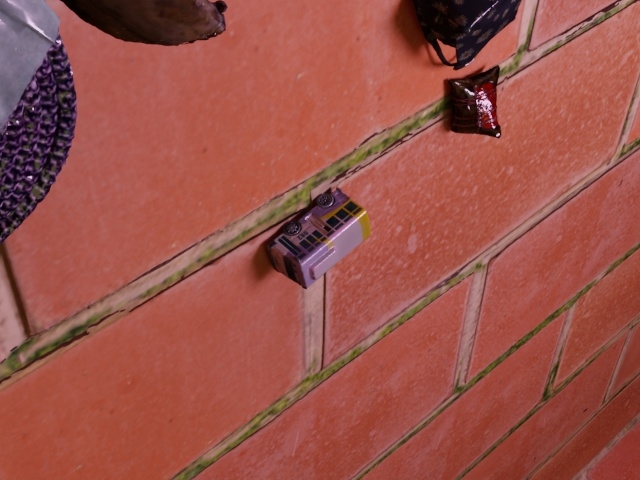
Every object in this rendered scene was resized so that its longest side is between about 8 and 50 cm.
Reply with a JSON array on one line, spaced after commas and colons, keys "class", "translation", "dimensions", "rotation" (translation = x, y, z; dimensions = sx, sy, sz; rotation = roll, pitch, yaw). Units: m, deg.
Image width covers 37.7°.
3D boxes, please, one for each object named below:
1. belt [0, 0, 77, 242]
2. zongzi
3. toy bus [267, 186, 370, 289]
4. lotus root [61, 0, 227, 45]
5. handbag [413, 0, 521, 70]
[{"class": "belt", "translation": [-0.277, -0.080, 0.462], "dimensions": [0.325, 0.122, 0.260], "rotation": [11, 116, -49]}, {"class": "zongzi", "translation": [0.165, -0.159, 1.044], "dimensions": [0.073, 0.067, 0.083], "rotation": [1, 103, -40]}, {"class": "toy bus", "translation": [0.000, 0.000, 0.968], "dimensions": [0.102, 0.058, 0.052], "rotation": [-40, 146, -19]}, {"class": "lotus root", "translation": [-0.162, -0.209, 0.467], "dimensions": [0.078, 0.167, 0.329], "rotation": [-38, 141, 4]}, {"class": "handbag", "translation": [0.149, -0.221, 0.943], "dimensions": [0.115, 0.072, 0.139], "rotation": [-44, 161, -15]}]
